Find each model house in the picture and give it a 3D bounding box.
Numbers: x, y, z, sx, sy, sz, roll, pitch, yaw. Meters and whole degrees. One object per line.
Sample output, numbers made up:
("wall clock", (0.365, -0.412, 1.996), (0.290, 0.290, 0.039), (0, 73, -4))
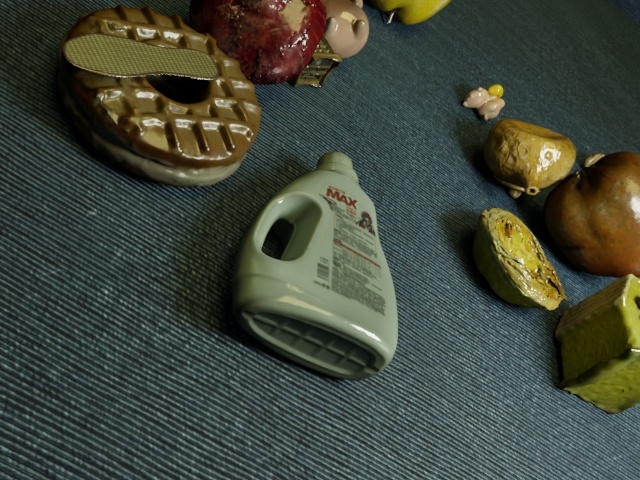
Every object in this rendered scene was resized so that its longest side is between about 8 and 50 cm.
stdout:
("model house", (0.570, 0.186, 1.384), (0.174, 0.193, 0.234), (21, 46, -22))

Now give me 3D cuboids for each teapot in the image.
("teapot", (0.475, -0.181, 1.647), (0.203, 0.167, 0.311), (15, 23, 1))

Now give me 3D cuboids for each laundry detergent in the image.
("laundry detergent", (0.000, 0.000, 1.110), (0.263, 0.125, 0.398), (26, 43, -21))

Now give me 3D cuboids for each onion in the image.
("onion", (-0.106, -0.407, 1.264), (0.252, 0.219, 0.252), (4, 69, -10))

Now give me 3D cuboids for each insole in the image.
("insole", (-0.259, -0.271, 1.047), (0.253, 0.005, 0.086), (-7, 63, -43))

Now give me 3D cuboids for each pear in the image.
("pear", (0.200, -0.646, 1.784), (0.267, 0.267, 0.178), (39, 65, -8))

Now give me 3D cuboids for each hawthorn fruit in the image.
("hawthorn fruit", (0.669, -0.037, 1.597), (0.301, 0.267, 0.268), (54, 40, -5))

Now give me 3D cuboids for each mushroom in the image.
("mushroom", (0.785, -0.156, 1.931), (0.096, 0.088, 0.213), (-3, 47, -4))

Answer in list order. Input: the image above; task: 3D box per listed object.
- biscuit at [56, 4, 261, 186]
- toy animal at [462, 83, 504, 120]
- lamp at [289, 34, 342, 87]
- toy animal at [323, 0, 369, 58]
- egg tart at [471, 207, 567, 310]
("biscuit", (-0.244, -0.228, 1.106), (0.332, 0.103, 0.332), (23, 45, -25))
("toy animal", (0.424, -0.346, 1.787), (0.114, 0.091, 0.082), (-5, 75, -44))
("lamp", (-0.079, -0.466, 1.455), (0.089, 0.090, 0.325), (-10, 63, -44))
("toy animal", (0.034, -0.509, 1.536), (0.166, 0.154, 0.250), (5, 65, -17))
("egg tart", (0.388, 0.045, 1.426), (0.252, 0.098, 0.232), (46, 34, -6))
